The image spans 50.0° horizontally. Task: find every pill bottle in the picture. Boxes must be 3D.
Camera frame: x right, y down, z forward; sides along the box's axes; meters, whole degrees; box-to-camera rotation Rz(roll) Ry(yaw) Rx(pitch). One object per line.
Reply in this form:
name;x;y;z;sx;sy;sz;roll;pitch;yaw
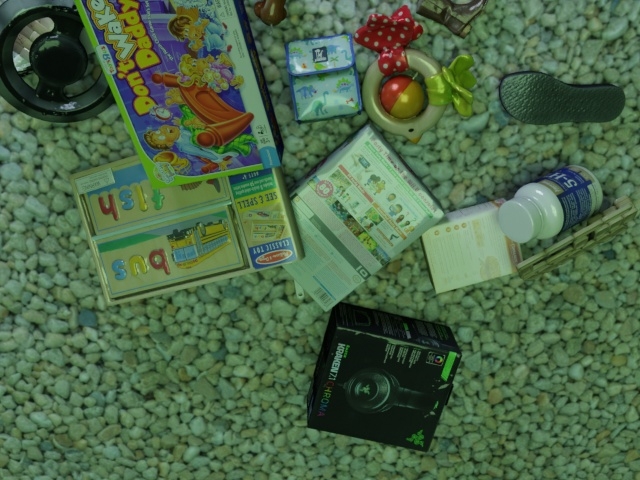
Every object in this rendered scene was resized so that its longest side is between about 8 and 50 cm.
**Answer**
pill bottle;0.433;-0.065;1.302;0.187;0.112;0.112;-23;110;-28

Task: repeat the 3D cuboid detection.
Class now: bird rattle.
bird rattle;0.159;-0.291;1.259;0.254;0.143;0.207;29;120;-7

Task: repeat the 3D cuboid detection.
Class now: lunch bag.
lunch bag;0.006;-0.300;1.270;0.129;0.096;0.151;-8;94;2

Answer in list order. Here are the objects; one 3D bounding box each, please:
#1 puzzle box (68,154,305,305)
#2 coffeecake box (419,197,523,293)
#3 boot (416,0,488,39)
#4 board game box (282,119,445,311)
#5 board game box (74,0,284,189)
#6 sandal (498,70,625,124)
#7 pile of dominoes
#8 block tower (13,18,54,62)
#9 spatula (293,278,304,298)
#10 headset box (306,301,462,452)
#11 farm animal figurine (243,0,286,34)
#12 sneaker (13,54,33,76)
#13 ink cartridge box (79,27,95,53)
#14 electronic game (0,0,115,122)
puzzle box;-0.256;-0.046;1.299;0.409;0.052;0.272;-14;95;14
coffeecake box;0.302;0.011;1.387;0.186;0.068;0.142;-15;107;4
boot;0.242;-0.441;1.257;0.114;0.037;0.106;30;103;-5
board game box;0.051;-0.046;1.326;0.303;0.097;0.224;-39;101;15
board game box;-0.215;-0.266;1.109;0.233;0.078;0.347;-10;123;9
sandal;0.454;-0.268;1.314;0.255;0.054;0.097;6;115;-13
pile of dominoes;0.494;-0.002;1.349;0.251;0.196;0.040;-30;69;9
block tower;-0.424;-0.445;1.144;0.091;0.097;0.335;35;107;-10
spatula;0.000;0.000;1.403;0.168;0.019;0.242;-10;108;1
headset box;0.135;0.288;1.441;0.283;0.131;0.246;14;108;-6
farm animal figurine;-0.207;-0.425;1.137;0.330;0.172;0.327;35;106;-28
sneaker;-0.552;-0.332;1.276;0.109;0.040;0.043;-19;91;1
ink cartridge box;-0.407;-0.437;1.228;0.104;0.060;0.180;-19;108;6
electronic game;-0.432;-0.301;1.133;0.229;0.048;0.229;-10;128;-14
